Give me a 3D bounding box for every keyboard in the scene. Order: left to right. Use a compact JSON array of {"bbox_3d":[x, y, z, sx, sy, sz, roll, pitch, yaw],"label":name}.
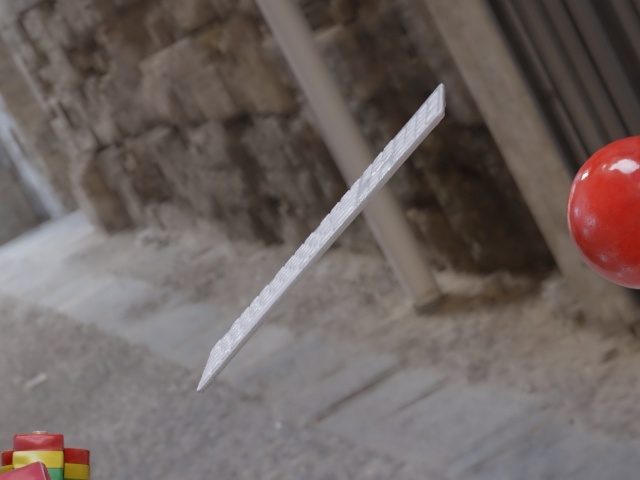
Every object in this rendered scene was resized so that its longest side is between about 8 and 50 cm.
[{"bbox_3d":[0.000,0.000,1.072,0.256,0.014,0.072,-49,3,18],"label":"keyboard"}]

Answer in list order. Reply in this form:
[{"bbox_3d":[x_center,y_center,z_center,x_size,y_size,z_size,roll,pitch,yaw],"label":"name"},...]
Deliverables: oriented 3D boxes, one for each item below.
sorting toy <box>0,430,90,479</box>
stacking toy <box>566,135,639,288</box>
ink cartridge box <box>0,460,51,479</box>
[{"bbox_3d":[-0.328,0.234,1.512,0.257,0.089,0.255,0,-13,-8],"label":"sorting toy"},{"bbox_3d":[0.266,-0.084,0.866,0.330,0.141,0.141,-36,5,31],"label":"stacking toy"},{"bbox_3d":[-0.154,0.230,0.892,0.072,0.127,0.175,-19,34,-10],"label":"ink cartridge box"}]
